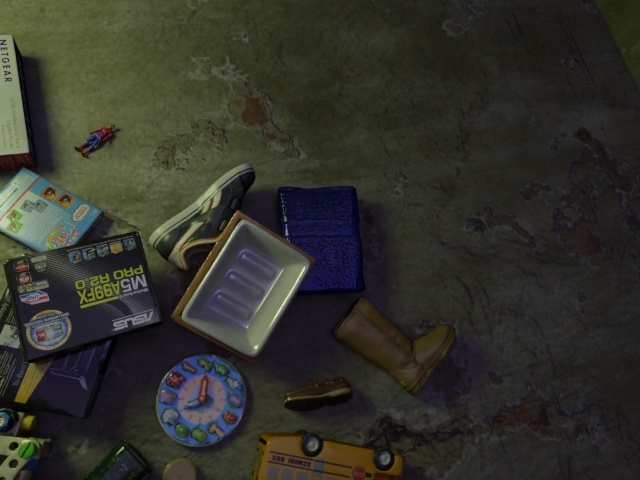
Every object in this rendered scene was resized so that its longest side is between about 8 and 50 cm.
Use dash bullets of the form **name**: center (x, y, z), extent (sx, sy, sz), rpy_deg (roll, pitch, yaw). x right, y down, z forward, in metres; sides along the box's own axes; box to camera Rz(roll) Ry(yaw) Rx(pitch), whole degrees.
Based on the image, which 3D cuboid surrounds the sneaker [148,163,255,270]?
- **sneaker**: center (-0.266, -0.055, 1.201), extent (0.321, 0.126, 0.127), rpy_deg (-43, 84, -14)

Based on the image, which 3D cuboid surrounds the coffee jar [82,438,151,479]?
- **coffee jar**: center (-0.453, 0.515, 0.979), extent (0.184, 0.079, 0.096), rpy_deg (-42, 90, -25)

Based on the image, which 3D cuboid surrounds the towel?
- **towel**: center (0.000, 0.000, 1.297), extent (0.228, 0.076, 0.308), rpy_deg (-1, 73, -10)

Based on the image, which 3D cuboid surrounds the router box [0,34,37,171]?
- **router box**: center (-0.869, -0.321, 1.121), extent (0.301, 0.082, 0.335), rpy_deg (-12, 76, -20)

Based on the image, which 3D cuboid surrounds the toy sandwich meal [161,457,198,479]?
- **toy sandwich meal**: center (-0.312, 0.527, 1.048), extent (0.086, 0.029, 0.085), rpy_deg (7, 66, -16)

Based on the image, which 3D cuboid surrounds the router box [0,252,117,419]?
- **router box**: center (-0.581, 0.209, 1.038), extent (0.243, 0.081, 0.308), rpy_deg (18, 68, -12)

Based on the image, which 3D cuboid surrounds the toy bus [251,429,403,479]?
- **toy bus**: center (0.019, 0.527, 1.105), extent (0.333, 0.108, 0.130), rpy_deg (16, 69, -12)

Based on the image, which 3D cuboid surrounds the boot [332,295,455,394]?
- **boot**: center (0.204, 0.243, 1.268), extent (0.269, 0.089, 0.236), rpy_deg (41, 65, 0)

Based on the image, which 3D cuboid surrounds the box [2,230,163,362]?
- **box**: center (-0.501, 0.115, 1.016), extent (0.270, 0.060, 0.216), rpy_deg (-14, 77, -22)

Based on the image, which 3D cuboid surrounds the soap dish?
- **soap dish**: center (-0.181, 0.109, 1.128), extent (0.229, 0.118, 0.290), rpy_deg (33, 82, -17)

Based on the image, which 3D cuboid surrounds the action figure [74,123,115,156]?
- **action figure**: center (-0.579, -0.265, 1.224), extent (0.038, 0.030, 0.115), rpy_deg (39, 64, 4)

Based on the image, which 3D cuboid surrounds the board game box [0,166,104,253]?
- **board game box**: center (-0.658, -0.057, 1.122), extent (0.212, 0.039, 0.160), rpy_deg (30, 64, -4)

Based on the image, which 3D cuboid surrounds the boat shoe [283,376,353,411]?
- **boat shoe**: center (-0.009, 0.380, 1.177), extent (0.178, 0.064, 0.060), rpy_deg (-3, 43, -20)

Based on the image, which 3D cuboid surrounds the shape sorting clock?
- **shape sorting clock**: center (-0.275, 0.371, 1.103), extent (0.206, 0.040, 0.206), rpy_deg (5, 71, -15)

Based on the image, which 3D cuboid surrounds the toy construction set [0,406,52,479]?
- **toy construction set**: center (-0.679, 0.428, 0.911), extent (0.328, 0.151, 0.214), rpy_deg (18, 68, -23)
